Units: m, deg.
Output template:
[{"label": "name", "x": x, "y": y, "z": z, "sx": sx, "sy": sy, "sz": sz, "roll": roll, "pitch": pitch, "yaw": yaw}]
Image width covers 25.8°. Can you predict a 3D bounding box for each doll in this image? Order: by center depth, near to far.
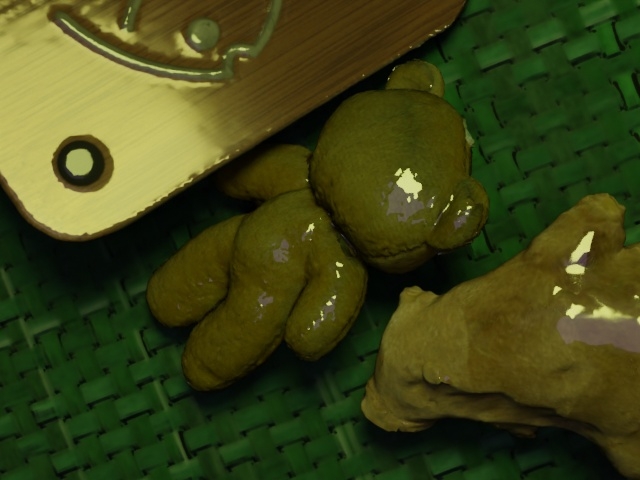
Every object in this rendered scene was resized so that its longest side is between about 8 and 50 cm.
[{"label": "doll", "x": 0.000, "y": 0.000, "z": 0.763, "sx": 0.209, "sy": 0.097, "sz": 0.137, "roll": -34, "pitch": 55, "yaw": 20}]

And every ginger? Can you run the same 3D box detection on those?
[{"label": "ginger", "x": 0.234, "y": 0.035, "z": 0.715, "sx": 0.348, "sy": 0.122, "sz": 0.363, "roll": 25, "pitch": 102, "yaw": -4}]

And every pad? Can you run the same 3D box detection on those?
[{"label": "pad", "x": -0.096, "y": -0.176, "z": 0.751, "sx": 0.286, "sy": 0.018, "sz": 0.284, "roll": -33, "pitch": 87, "yaw": -13}]
